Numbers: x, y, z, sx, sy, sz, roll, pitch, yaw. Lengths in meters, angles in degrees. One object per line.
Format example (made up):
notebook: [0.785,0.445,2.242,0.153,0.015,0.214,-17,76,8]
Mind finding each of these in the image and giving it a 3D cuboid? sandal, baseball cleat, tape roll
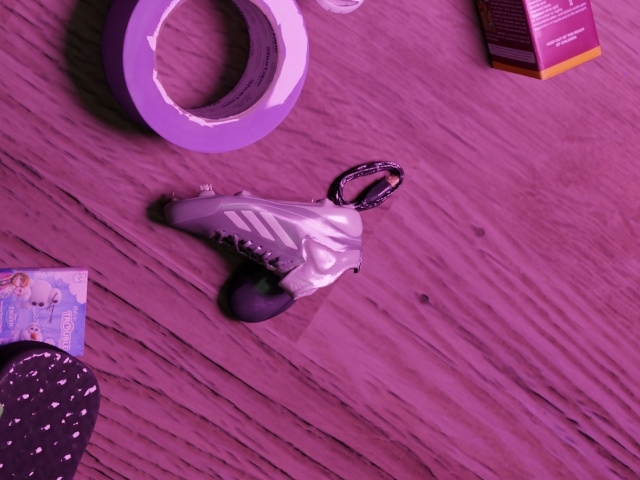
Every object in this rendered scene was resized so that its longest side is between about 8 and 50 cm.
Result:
sandal: [-0.360,0.305,1.373,0.167,0.107,0.445,36,77,-37]
baseball cleat: [-0.056,0.004,1.421,0.206,0.072,0.109,2,77,-10]
tape roll: [-0.112,-0.184,1.368,0.189,0.080,0.189,-7,106,-24]

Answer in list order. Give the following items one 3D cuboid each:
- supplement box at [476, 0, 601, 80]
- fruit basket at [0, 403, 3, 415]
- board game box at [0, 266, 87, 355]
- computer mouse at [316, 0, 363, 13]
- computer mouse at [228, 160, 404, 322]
supplement box: [0.217,-0.274,1.481,0.081,0.104,0.188,-25,112,-18]
fruit basket: [-0.518,0.182,1.193,0.392,0.283,0.392,0,91,-37]
board game box: [-0.278,0.072,1.392,0.090,0.020,0.090,-2,105,-25]
computer mouse: [0.021,-0.320,1.381,0.106,0.042,0.193,8,96,-30]
computer mouse: [0.000,0.000,1.489,0.242,0.041,0.071,-43,116,-9]
